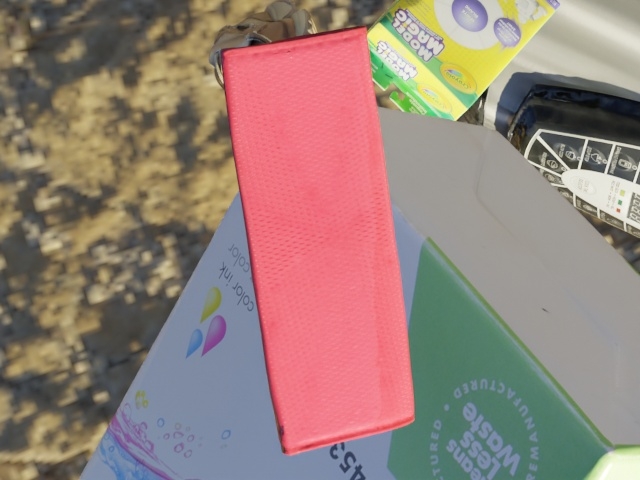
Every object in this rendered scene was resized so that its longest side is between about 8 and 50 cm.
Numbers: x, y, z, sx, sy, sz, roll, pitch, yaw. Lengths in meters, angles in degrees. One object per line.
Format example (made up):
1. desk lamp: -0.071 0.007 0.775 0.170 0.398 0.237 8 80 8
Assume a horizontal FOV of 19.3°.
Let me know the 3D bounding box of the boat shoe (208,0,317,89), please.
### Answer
1. boat shoe: -0.056 -0.183 2.035 0.116 0.324 0.123 -19 102 -3

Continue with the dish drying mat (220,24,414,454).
1. dish drying mat: 0.000 0.000 0.383 0.008 0.032 0.083 -165 65 -70

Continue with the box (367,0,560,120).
1. box: 0.110 -0.173 1.558 0.105 0.179 0.043 44 149 -3

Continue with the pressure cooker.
1. pressure cooker: 0.385 -0.179 1.777 0.420 0.370 0.375 28 116 14

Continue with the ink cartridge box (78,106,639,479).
1. ink cartridge box: 0.000 0.146 0.742 0.207 0.119 0.353 50 121 37
